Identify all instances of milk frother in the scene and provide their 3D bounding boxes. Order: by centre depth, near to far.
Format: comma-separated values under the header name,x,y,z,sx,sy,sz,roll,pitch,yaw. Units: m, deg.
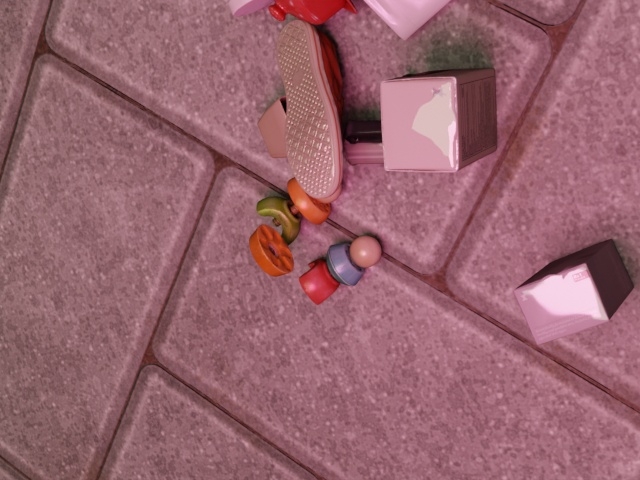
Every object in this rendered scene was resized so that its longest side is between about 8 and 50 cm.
name,x,y,z,sx,sy,sz,roll,pitch,yaw
milk frother,0.115,-0.213,1.740,0.134,0.129,0.143,1,60,26

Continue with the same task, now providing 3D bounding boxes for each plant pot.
name,x,y,z,sx,sy,sz,roll,pitch,yaw
plant pot,-0.052,-0.208,1.812,0.096,0.109,0.109,-21,93,44

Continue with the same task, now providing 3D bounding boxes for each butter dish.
name,x,y,z,sx,sy,sz,roll,pitch,yaw
butter dish,-0.042,-0.429,1.684,0.118,0.160,0.160,-48,51,-2

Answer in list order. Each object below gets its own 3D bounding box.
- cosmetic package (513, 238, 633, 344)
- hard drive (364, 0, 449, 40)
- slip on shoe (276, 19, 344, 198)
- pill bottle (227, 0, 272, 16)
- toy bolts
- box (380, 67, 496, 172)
name,x,y,z,sx,sy,sz,roll,pitch,yaw
cosmetic package,0.411,0.079,1.571,0.127,0.238,0.107,-24,91,30
hard drive,0.188,-0.525,1.596,0.233,0.047,0.353,42,120,-17
slip on shoe,-0.001,-0.231,1.722,0.123,0.101,0.331,-25,65,39
pill bottle,-0.173,-0.543,1.763,0.146,0.146,0.264,-24,91,29
toy bolts,0.000,0.000,1.794,0.158,0.218,0.228,-33,105,23
box,0.199,-0.202,1.611,0.126,0.232,0.149,2,103,25
